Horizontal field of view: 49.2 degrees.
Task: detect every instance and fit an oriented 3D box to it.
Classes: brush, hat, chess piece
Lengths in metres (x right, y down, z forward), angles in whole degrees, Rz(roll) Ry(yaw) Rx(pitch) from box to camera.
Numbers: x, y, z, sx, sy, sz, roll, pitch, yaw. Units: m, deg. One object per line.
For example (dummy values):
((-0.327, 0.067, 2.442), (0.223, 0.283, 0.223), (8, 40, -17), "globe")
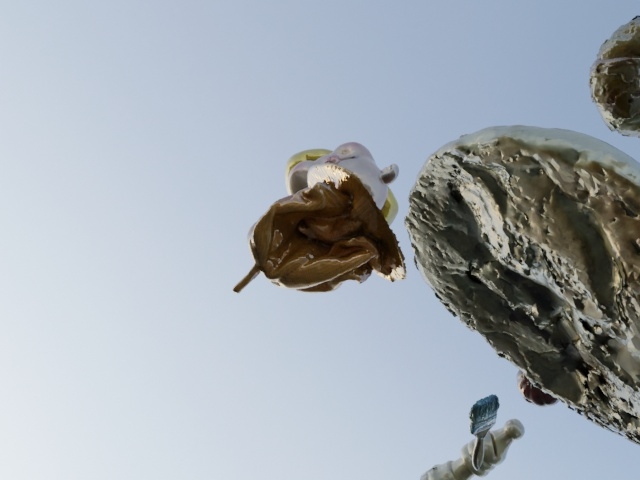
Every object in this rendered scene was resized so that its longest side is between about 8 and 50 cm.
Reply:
((0.322, 0.391, 1.403), (0.021, 0.070, 0.197), (44, -38, 48), "brush")
((-0.034, 0.027, 1.093), (0.244, 0.233, 0.233), (55, -19, 8), "hat")
((0.410, 0.570, 1.828), (0.307, 0.124, 0.138), (-45, -51, 16), "chess piece")

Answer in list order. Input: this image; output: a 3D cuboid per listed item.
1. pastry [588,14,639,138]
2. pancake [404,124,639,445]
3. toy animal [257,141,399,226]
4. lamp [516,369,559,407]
((0.403, -0.201, 0.868), (0.153, 0.081, 0.153), (-8, -66, -19), "pastry")
((0.233, 0.053, 0.632), (0.387, 0.082, 0.387), (43, -17, 17), "pancake")
((0.001, -0.099, 1.579), (0.278, 0.345, 0.247), (56, -7, 10), "toy animal")
((0.430, 0.272, 1.352), (0.101, 0.101, 0.090), (-17, -33, 33), "lamp")
